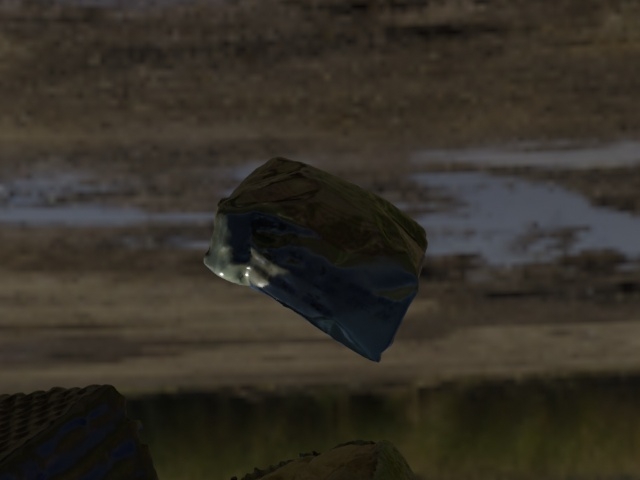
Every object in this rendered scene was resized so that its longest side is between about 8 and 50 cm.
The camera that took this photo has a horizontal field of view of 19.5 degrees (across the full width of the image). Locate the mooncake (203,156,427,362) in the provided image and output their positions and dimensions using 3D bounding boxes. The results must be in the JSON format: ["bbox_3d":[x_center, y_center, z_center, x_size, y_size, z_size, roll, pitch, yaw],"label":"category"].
[{"bbox_3d":[0.000,0.000,1.080,0.125,0.073,0.130,28,-166,-3],"label":"mooncake"}]

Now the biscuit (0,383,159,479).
[{"bbox_3d":[-0.187,0.151,0.815,0.106,0.070,0.252,-10,-161,43],"label":"biscuit"}]

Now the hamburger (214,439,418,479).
[{"bbox_3d":[-0.065,0.238,1.193,0.285,0.134,0.265,-20,-179,33],"label":"hamburger"}]
